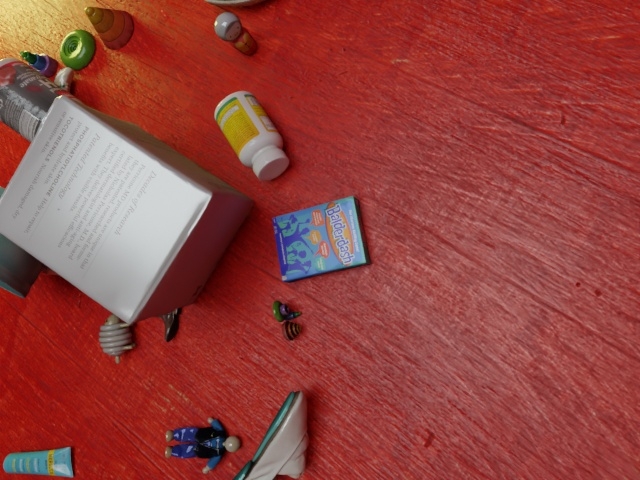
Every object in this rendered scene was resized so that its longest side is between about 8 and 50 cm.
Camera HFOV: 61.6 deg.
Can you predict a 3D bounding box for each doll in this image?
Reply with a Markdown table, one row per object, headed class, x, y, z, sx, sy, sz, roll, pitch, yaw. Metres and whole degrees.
| class | x | y | z | sx | sy | sz | roll | pitch | yaw |
| --- | --- | --- | --- | --- | --- | --- | --- | --- | --- |
| doll | -0.281 | 0.496 | 1.301 | 0.189 | 0.046 | 0.128 | -7 | 71 | 14 |

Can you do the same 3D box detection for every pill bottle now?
| class | x | y | z | sx | sy | sz | roll | pitch | yaw |
| --- | --- | --- | --- | --- | --- | --- | --- | --- | --- |
| pill bottle | -0.773 | -0.355 | 1.511 | 0.319 | 0.176 | 0.176 | 34 | 96 | 2 |
| pill bottle | -0.164 | -0.253 | 1.316 | 0.118 | 0.118 | 0.208 | -37 | 71 | 13 |

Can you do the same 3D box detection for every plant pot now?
| class | x | y | z | sx | sy | sz | roll | pitch | yaw |
| --- | --- | --- | --- | --- | --- | --- | --- | --- | --- |
| plant pot | -0.812 | -0.015 | 1.345 | 0.293 | 0.293 | 0.196 | 18 | 64 | 23 |

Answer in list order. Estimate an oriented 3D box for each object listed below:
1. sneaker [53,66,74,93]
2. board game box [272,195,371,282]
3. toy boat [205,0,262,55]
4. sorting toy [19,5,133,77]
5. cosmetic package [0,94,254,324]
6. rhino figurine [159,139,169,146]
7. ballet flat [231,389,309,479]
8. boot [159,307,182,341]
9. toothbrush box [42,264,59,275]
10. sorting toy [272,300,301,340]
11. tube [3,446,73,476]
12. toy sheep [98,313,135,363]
| class | x | y | z | sx | sy | sz | roll | pitch | yaw |
| --- | --- | --- | --- | --- | --- | --- | --- | --- | --- |
| sneaker | -0.773 | -0.440 | 1.621 | 0.075 | 0.057 | 0.161 | 34 | 95 | 5 |
| board game box | 0.000 | 0.000 | 1.255 | 0.210 | 0.047 | 0.160 | -15 | 78 | 18 |
| toy boat | -0.208 | -0.642 | 1.367 | 0.268 | 0.148 | 0.317 | -3 | 82 | 21 |
| sorting toy | -0.737 | -0.596 | 1.583 | 0.366 | 0.126 | 0.126 | -19 | 77 | 18 |
| cosmetic package | -0.432 | -0.065 | 1.240 | 0.394 | 0.329 | 0.327 | 33 | 95 | 6 |
| rhino figurine | -0.491 | -0.175 | 1.456 | 0.243 | 0.073 | 0.106 | -41 | 77 | 9 |
| ballet flat | -0.110 | 0.515 | 1.202 | 0.139 | 0.139 | 0.400 | 37 | 101 | 21 |
| boot | -0.424 | 0.203 | 1.401 | 0.114 | 0.037 | 0.106 | 9 | 73 | 19 |
| toothbrush box | -0.727 | -0.069 | 1.512 | 0.206 | 0.122 | 0.283 | 29 | 95 | 22 |
| sorting toy | -0.072 | 0.182 | 1.253 | 0.042 | 0.061 | 0.101 | -18 | 100 | 18 |
| tube | -0.773 | 0.614 | 1.483 | 0.207 | 0.052 | 0.080 | -8 | 91 | 15 |
| toy sheep | -0.538 | 0.258 | 1.415 | 0.091 | 0.091 | 0.131 | -9 | 85 | 20 |
